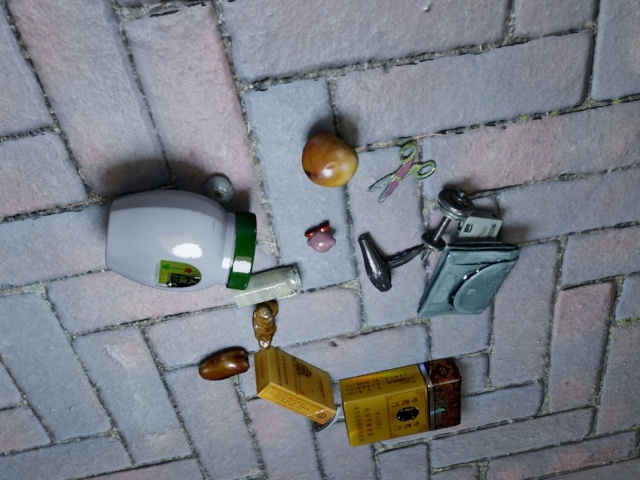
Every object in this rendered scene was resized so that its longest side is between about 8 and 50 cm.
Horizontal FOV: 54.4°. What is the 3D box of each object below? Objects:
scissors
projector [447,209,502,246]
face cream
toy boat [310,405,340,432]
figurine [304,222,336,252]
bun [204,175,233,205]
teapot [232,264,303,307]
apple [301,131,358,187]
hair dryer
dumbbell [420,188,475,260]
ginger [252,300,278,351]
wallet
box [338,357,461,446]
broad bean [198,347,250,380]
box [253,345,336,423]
[{"bbox_3d":[0.215,-0.175,1.700,0.187,0.020,0.134,-40,127,17],"label":"scissors"},{"bbox_3d":[0.449,-0.019,1.830,0.115,0.061,0.147,6,124,-15],"label":"projector"},{"bbox_3d":[-0.355,0.005,1.596,0.358,0.219,0.312,7,141,-13],"label":"face cream"},{"bbox_3d":[0.027,0.639,2.241,0.066,0.059,0.140,8,131,-51],"label":"toy boat"},{"bbox_3d":[0.000,0.000,1.761,0.083,0.067,0.071,-19,108,23],"label":"figurine"},{"bbox_3d":[-0.267,-0.129,1.632,0.084,0.045,0.083,-7,124,-10],"label":"bun"},{"bbox_3d":[-0.150,0.145,1.834,0.201,0.077,0.107,-15,131,1],"label":"teapot"},{"bbox_3d":[0.020,-0.199,1.572,0.147,0.146,0.146,-5,126,-7],"label":"apple"},{"bbox_3d":[0.228,0.034,1.843,0.219,0.075,0.195,-26,117,-4],"label":"hair dryer"},{"bbox_3d":[0.348,-0.040,1.772,0.110,0.110,0.254,11,126,-18],"label":"dumbbell"},{"bbox_3d":[-0.171,0.250,1.895,0.074,0.103,0.162,10,120,10],"label":"ginger"},{"bbox_3d":[0.446,0.135,1.891,0.238,0.075,0.342,-1,140,-13],"label":"wallet"},{"bbox_3d":[0.286,0.572,2.198,0.416,0.115,0.264,-10,126,-2],"label":"box"},{"bbox_3d":[-0.309,0.402,1.988,0.165,0.084,0.114,-28,131,18],"label":"broad bean"},{"bbox_3d":[-0.083,0.466,2.017,0.274,0.174,0.076,32,116,-28],"label":"box"}]
